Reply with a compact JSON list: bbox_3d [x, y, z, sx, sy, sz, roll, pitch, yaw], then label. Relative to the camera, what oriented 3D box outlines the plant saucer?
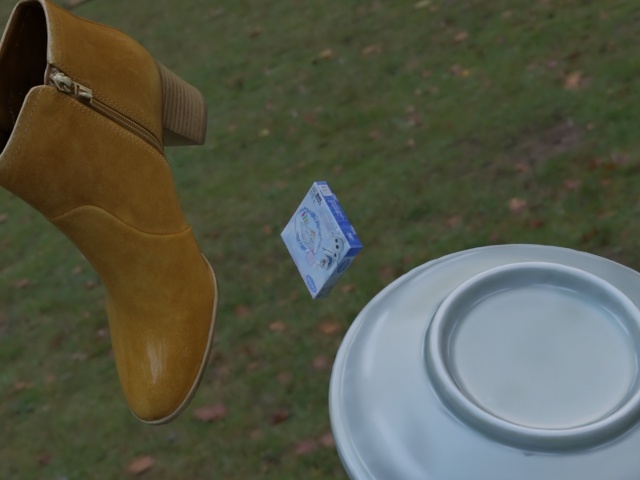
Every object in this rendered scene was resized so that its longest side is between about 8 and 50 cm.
[{"bbox_3d":[0.207,0.128,1.351,0.400,0.100,0.400,0,47,0],"label":"plant saucer"}]

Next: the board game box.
[{"bbox_3d":[0.000,0.000,1.516,0.020,0.090,0.090,-4,-36,-37],"label":"board game box"}]

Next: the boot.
[{"bbox_3d":[-0.174,-0.018,1.062,0.104,0.295,0.211,-7,-15,33],"label":"boot"}]
